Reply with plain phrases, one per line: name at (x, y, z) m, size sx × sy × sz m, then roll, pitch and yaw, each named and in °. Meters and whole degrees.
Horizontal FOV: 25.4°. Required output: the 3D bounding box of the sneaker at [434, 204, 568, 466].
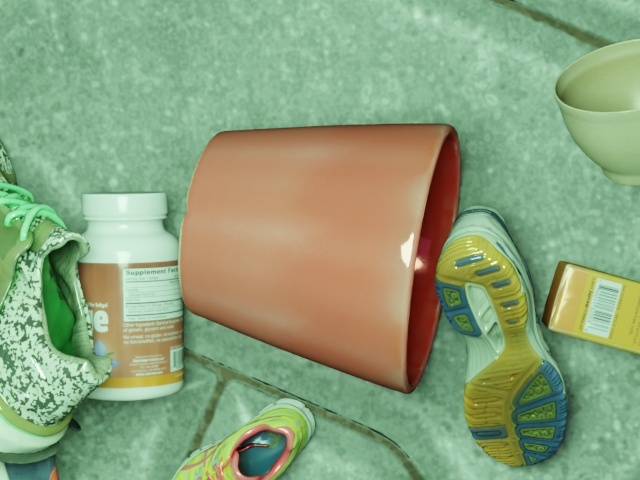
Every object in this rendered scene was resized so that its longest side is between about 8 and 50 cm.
sneaker at (0.200, 0.099, 1.498) m, size 0.111 × 0.131 × 0.296 m, roll -6°, pitch 120°, yaw 15°

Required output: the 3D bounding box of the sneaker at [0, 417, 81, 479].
sneaker at (-0.349, 0.166, 1.545) m, size 0.131 × 0.148 × 0.350 m, roll -31°, pitch 68°, yaw 45°

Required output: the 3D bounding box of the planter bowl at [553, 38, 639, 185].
planter bowl at (0.330, -0.126, 1.467) m, size 0.162 × 0.162 × 0.109 m, roll -15°, pitch 120°, yaw 4°

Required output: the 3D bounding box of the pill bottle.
pill bottle at (-0.208, 0.056, 1.517) m, size 0.121 × 0.121 × 0.216 m, roll -1°, pitch 93°, yaw 4°

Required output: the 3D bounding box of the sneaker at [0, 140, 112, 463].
sneaker at (-0.302, 0.009, 1.452) m, size 0.182 × 0.158 × 0.410 m, roll -30°, pitch 72°, yaw 29°

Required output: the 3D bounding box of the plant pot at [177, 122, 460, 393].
plant pot at (0.000, 0.000, 1.445) m, size 0.243 × 0.275 × 0.275 m, roll 10°, pitch 94°, yaw 13°

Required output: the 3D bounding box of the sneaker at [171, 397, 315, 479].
sneaker at (-0.098, 0.252, 1.536) m, size 0.208 × 0.094 × 0.081 m, roll -44°, pitch 92°, yaw 6°

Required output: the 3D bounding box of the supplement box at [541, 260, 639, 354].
supplement box at (0.360, 0.087, 1.507) m, size 0.233 × 0.078 × 0.080 m, roll 17°, pitch 93°, yaw 2°
